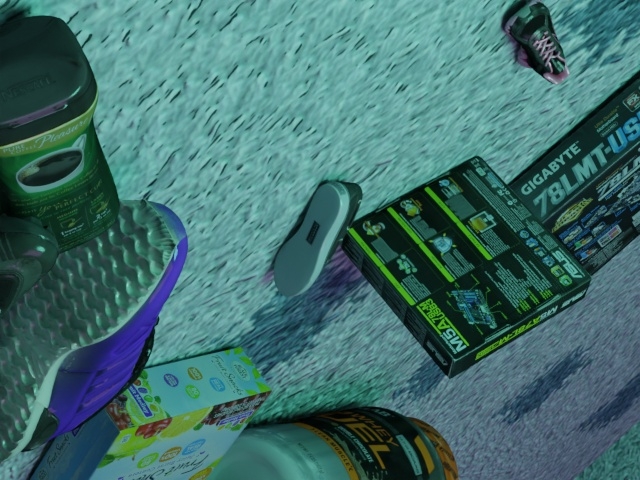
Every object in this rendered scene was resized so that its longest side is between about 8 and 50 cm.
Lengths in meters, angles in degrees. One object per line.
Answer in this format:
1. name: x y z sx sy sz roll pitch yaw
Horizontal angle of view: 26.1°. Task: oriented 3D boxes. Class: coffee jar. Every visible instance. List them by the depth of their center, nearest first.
1. coffee jar: -0.193 -0.067 0.933 0.096 0.079 0.184 -24 153 -16

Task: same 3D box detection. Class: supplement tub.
1. supplement tub: 0.018 0.319 1.729 0.338 0.207 0.207 -2 136 -54

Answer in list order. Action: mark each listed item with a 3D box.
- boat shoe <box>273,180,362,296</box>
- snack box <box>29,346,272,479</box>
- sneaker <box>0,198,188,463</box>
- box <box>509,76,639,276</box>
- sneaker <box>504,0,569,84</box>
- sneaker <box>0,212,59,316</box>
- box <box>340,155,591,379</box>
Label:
1. boat shoe: 0.000 0.000 1.352 0.040 0.049 0.142 -12 142 -45
2. snack box: -0.176 0.204 1.430 0.207 0.070 0.174 -7 142 -47
3. sneaker: -0.186 0.067 1.166 0.293 0.102 0.146 -47 159 28
4. box: 0.387 -0.095 1.691 0.295 0.073 0.293 -42 155 7
5. sneaker: 0.213 -0.185 1.316 0.047 0.057 0.119 -39 154 5
6. sneaker: -0.272 0.067 0.940 0.234 0.106 0.078 -25 143 16
7. box: 0.149 0.023 1.423 0.184 0.190 0.045 -30 153 -20
